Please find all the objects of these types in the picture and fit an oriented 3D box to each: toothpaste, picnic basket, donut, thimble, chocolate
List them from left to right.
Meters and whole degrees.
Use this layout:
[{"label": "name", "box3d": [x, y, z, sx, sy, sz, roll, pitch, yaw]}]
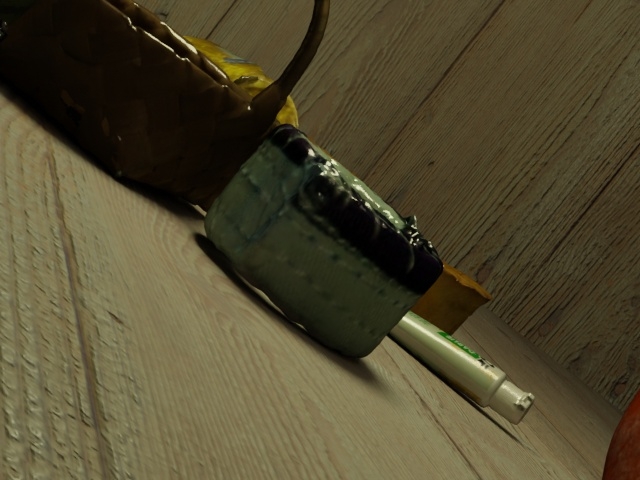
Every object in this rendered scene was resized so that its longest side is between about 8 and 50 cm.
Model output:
[{"label": "picnic basket", "box3d": [-0.143, -0.228, 1.789, 0.293, 0.337, 0.337, 40, 5, 18]}, {"label": "chocolate", "box3d": [-0.188, -0.235, 2.610, 0.162, 0.162, 0.445, 35, 3, -34]}, {"label": "thimble", "box3d": [0.000, 0.000, 1.702, 0.237, 0.150, 0.237, 39, 6, -5]}, {"label": "donut", "box3d": [0.096, 0.036, 2.346, 0.277, 0.108, 0.277, 37, 4, -3]}, {"label": "toothpaste", "box3d": [0.124, 0.122, 2.128, 0.314, 0.056, 0.058, 36, -36, 13]}]

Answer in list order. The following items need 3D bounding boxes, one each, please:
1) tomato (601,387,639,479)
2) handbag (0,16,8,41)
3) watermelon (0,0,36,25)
[{"label": "tomato", "box3d": [0.430, 0.246, 1.571, 0.341, 0.341, 0.273, 42, -8, 37]}, {"label": "handbag", "box3d": [-0.325, -0.192, 1.181, 0.208, 0.127, 0.228, 46, 6, 13]}, {"label": "watermelon", "box3d": [-0.325, -0.271, 1.482, 0.212, 0.212, 0.212, 38, 4, -3]}]
